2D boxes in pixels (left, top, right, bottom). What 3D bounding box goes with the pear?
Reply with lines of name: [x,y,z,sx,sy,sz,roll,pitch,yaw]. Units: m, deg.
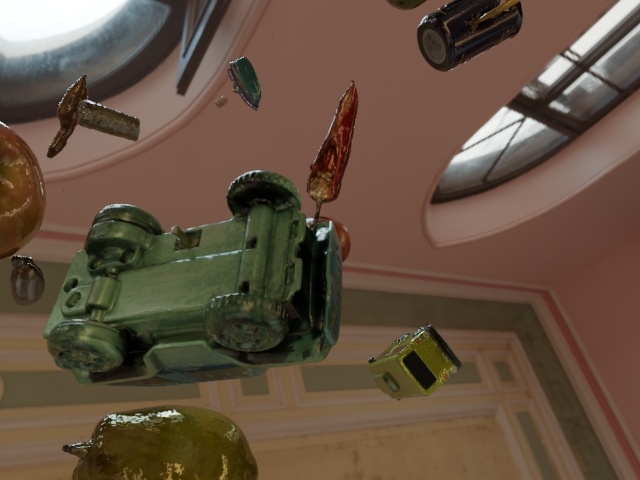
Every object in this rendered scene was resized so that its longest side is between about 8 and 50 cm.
pear: [-0.309,0.454,1.002,0.375,0.287,0.288,25,-137,-14]

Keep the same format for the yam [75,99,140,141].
yam: [-0.587,-0.331,1.457,0.179,0.078,0.078,14,-133,-46]

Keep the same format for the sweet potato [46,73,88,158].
sweet potato: [-0.751,-0.369,1.553,0.074,0.270,0.075,25,-176,-2]

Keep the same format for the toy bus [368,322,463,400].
toy bus: [0.149,0.208,0.866,0.101,0.175,0.088,-36,-98,-21]

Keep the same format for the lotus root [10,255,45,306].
lotus root: [-0.765,0.107,1.356,0.088,0.165,0.088,11,-148,-7]

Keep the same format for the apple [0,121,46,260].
apple: [-0.864,-0.114,1.226,0.391,0.346,0.392,23,-116,-60]

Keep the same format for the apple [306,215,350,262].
apple: [0.000,0.000,1.653,0.201,0.201,0.162,12,-93,-32]

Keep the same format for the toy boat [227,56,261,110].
toy boat: [-0.253,-0.506,1.710,0.091,0.110,0.175,-43,-63,-36]

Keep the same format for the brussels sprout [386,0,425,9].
brussels sprout: [0.206,-0.582,1.147,0.117,0.155,0.155,36,-140,-6]

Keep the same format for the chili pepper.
chili pepper: [0.021,-0.142,0.888,0.059,0.268,0.050,14,174,20]

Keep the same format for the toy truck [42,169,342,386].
toy truck: [-0.116,0.052,0.489,0.156,0.278,0.155,60,-155,-49]

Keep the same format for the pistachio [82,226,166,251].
pistachio: [-0.558,0.037,1.472,0.212,0.260,0.163,25,-149,-28]

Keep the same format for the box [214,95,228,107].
box: [-0.355,-0.499,1.876,0.025,0.048,0.115,56,179,-15]

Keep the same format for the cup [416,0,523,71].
cup: [0.423,-0.624,1.454,0.256,0.255,0.178,-32,-104,-13]
